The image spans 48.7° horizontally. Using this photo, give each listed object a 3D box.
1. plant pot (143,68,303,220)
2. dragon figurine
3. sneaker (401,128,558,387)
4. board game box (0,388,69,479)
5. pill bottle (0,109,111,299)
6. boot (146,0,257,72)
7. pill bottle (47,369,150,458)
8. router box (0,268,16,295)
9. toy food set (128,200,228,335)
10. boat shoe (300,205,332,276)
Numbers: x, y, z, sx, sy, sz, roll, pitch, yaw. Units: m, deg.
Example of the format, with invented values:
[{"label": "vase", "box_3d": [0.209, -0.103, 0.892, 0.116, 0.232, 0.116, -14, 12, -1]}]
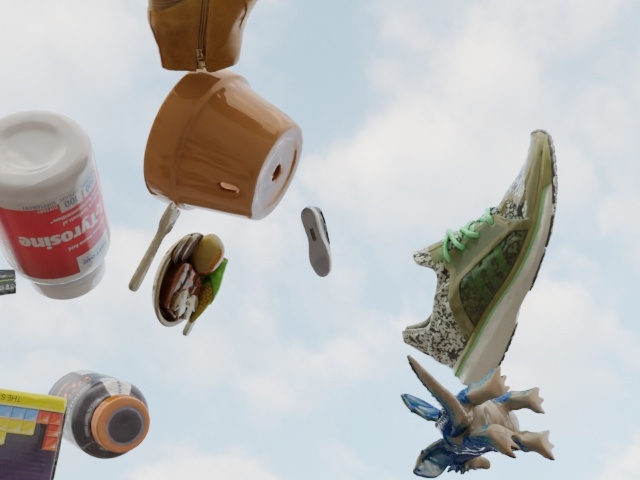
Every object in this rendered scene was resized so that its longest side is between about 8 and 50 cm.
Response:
[{"label": "plant pot", "box_3d": [-0.166, -0.167, 1.350, 0.204, 0.291, 0.290, 25, -53, 13]}, {"label": "dragon figurine", "box_3d": [0.131, 0.185, 0.698, 0.144, 0.085, 0.289, -25, -30, 32]}, {"label": "sneaker", "box_3d": [0.231, 0.023, 1.053, 0.182, 0.158, 0.410, 20, -78, 13]}, {"label": "board game box", "box_3d": [-0.223, 0.101, 0.353, 0.170, 0.048, 0.141, 13, -26, -19]}, {"label": "pill bottle", "box_3d": [-0.569, -0.054, 1.487, 0.229, 0.228, 0.407, 1, -37, -6]}, {"label": "boot", "box_3d": [-0.143, -0.394, 1.193, 0.295, 0.104, 0.211, -12, -38, -7]}, {"label": "pill bottle", "box_3d": [-0.373, 0.294, 1.199, 0.130, 0.130, 0.246, 36, -23, -27]}, {"label": "router box", "box_3d": [-0.519, 0.062, 1.018, 0.123, 0.092, 0.038, 0, -89, 17]}, {"label": "toy food set", "box_3d": [-0.161, 0.047, 0.878, 0.039, 0.132, 0.192, 17, -19, 18]}, {"label": "boat shoe", "box_3d": [0.000, 0.000, 1.383, 0.049, 0.040, 0.142, -13, -89, 36]}]
